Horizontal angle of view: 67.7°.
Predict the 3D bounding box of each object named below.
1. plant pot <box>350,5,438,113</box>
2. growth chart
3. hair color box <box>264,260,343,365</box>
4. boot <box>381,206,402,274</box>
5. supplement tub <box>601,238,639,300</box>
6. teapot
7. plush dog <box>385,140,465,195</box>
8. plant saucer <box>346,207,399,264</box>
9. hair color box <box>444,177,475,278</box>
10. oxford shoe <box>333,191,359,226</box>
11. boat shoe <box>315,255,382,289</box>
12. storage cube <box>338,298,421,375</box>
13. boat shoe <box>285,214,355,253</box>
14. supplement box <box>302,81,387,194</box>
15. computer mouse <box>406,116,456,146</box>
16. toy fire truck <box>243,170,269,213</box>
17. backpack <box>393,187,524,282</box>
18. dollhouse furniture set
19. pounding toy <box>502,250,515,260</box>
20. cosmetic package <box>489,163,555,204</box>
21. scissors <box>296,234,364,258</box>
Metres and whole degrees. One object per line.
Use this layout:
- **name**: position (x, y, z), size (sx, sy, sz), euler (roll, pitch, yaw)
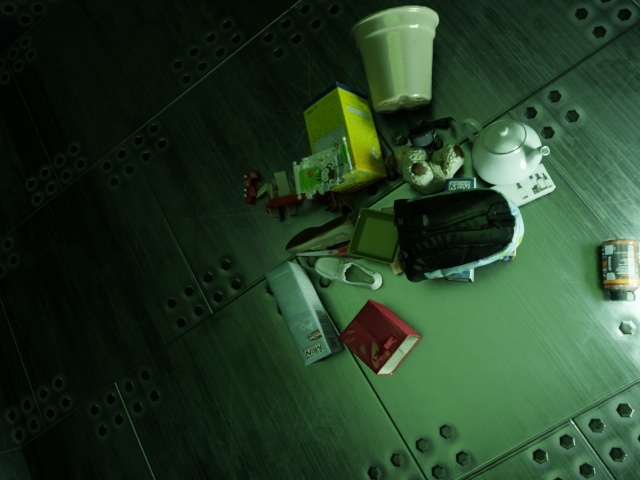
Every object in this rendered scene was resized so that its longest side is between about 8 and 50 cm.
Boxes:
- **plant pot**: position (0.298, -0.662, 1.818), size (0.334, 0.334, 0.305), euler (-7, 90, 17)
- **growth chart**: position (0.006, -0.252, 1.714), size (0.237, 0.021, 0.172), euler (-22, 72, 17)
- **hair color box**: position (-0.062, 0.275, 1.818), size (0.114, 0.185, 0.374), euler (-30, 73, 11)
- **boot**: position (0.341, -0.012, 1.789), size (0.204, 0.095, 0.261), euler (-9, 74, 15)
- **supplement tub**: position (0.979, 0.099, 1.554), size (0.106, 0.106, 0.197), euler (-1, 80, 18)
- **teapot**: position (0.638, -0.333, 1.669), size (0.256, 0.187, 0.252), euler (-13, 58, 22)
- **plush dog**: position (0.375, -0.279, 1.800), size (0.262, 0.210, 0.225), euler (-26, 56, -18)
- **plant saucer**: position (0.214, -0.013, 1.756), size (0.188, 0.045, 0.188), euler (13, 79, 26)
- **hair color box**: position (0.495, -0.033, 1.697), size (0.105, 0.174, 0.347), euler (3, 81, 20)
- **oxford shoe**: position (0.090, -0.154, 1.903), size (0.076, 0.076, 0.212), euler (-35, 70, 11)
- **boat shoe**: position (0.099, 0.117, 1.840), size (0.277, 0.096, 0.098), euler (13, 86, 20)
- **storage cube**: position (0.214, 0.348, 1.708), size (0.193, 0.215, 0.183), euler (40, 95, 26)
- **boat shoe**: position (0.000, 0.000, 1.884), size (0.302, 0.109, 0.098), euler (-23, 119, 22)
- **supplement box**: position (0.091, -0.385, 1.842), size (0.194, 0.195, 0.356), euler (-24, 70, 40)
- **computer mouse**: position (0.417, -0.400, 1.772), size (0.184, 0.262, 0.060), euler (-11, 110, 13)
- **toy fire truck**: position (-0.259, -0.208, 2.039), size (0.135, 0.047, 0.192), euler (-4, 79, 17)
- **backpack**: position (0.447, -0.034, 1.505), size (0.356, 0.273, 0.290), euler (-22, 70, 39)
- **dollhouse furniture set**: position (-0.080, -0.167, 1.878), size (0.259, 0.262, 0.135), euler (-11, 76, -17)
- **pounding toy**: position (0.610, 0.034, 1.666), size (0.130, 0.141, 0.100), euler (5, 82, 19)
- **cosmetic package**: position (0.700, -0.175, 1.716), size (0.239, 0.060, 0.098), euler (-26, 73, 12)
- **scissors**: position (0.059, 0.052, 1.852), size (0.297, 0.109, 0.021), euler (-17, 39, 6)
